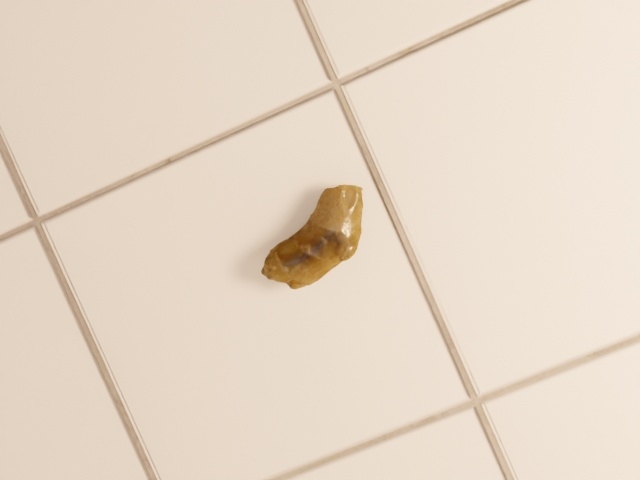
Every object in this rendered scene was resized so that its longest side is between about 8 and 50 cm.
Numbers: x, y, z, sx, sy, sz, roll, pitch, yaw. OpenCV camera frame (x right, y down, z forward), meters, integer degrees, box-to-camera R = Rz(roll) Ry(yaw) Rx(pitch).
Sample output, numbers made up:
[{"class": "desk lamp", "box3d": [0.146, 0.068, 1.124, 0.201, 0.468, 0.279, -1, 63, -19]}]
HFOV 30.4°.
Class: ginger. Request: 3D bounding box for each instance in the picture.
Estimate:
[{"class": "ginger", "box3d": [-0.001, -0.001, 1.672, 0.190, 0.069, 0.095, -42, 94, 10]}]
